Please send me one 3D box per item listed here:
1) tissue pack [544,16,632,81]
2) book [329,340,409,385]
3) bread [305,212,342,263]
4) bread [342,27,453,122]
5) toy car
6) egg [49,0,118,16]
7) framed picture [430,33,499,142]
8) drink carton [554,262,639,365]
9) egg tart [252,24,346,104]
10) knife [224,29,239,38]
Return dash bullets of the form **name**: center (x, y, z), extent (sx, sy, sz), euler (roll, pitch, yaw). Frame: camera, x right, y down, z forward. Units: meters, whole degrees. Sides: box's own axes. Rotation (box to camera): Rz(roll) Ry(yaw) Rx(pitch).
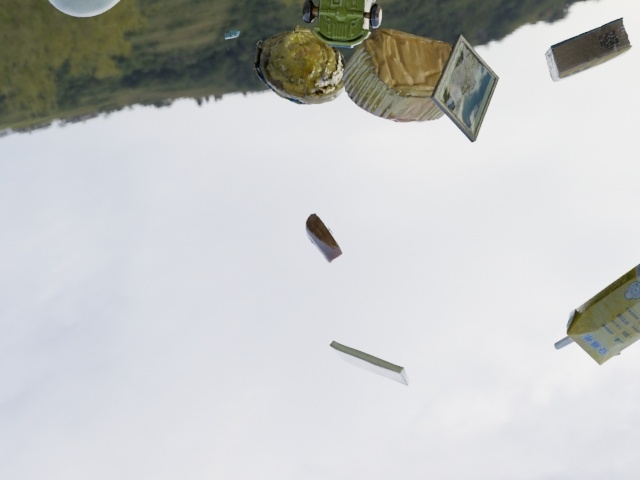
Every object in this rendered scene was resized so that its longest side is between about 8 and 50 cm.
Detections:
- **tissue pack**: center (0.604, -0.428, 1.648), extent (0.169, 0.082, 0.120), euler (-21, -178, 11)
- **book**: center (0.096, 0.231, 1.359), extent (0.139, 0.198, 0.016), euler (19, -103, 15)
- **bread**: center (0.000, 0.000, 1.842), extent (0.044, 0.129, 0.126), euler (-37, 173, -15)
- **bread**: center (0.174, -0.334, 1.502), extent (0.250, 0.133, 0.178), euler (-4, -116, -26)
- **toy car**: center (0.066, -0.617, 1.846), extent (0.201, 0.247, 0.142), euler (10, -163, 8)
- **egg**: center (-0.420, -0.508, 1.342), extent (0.209, 0.151, 0.151), euler (-41, -147, -1)
- **framed picture**: center (0.234, -0.245, 1.168), extent (0.011, 0.109, 0.149), euler (-17, -139, 51)
- **drink carton**: center (0.384, 0.106, 0.965), extent (0.200, 0.084, 0.074), euler (-47, -177, 34)
- **egg tart**: center (-0.047, -0.507, 2.039), extent (0.291, 0.107, 0.290), euler (10, -123, -16)
- **knife**: center (-0.145, -0.338, 1.188), extent (0.005, 0.014, 0.091), euler (-9, -164, -18)
